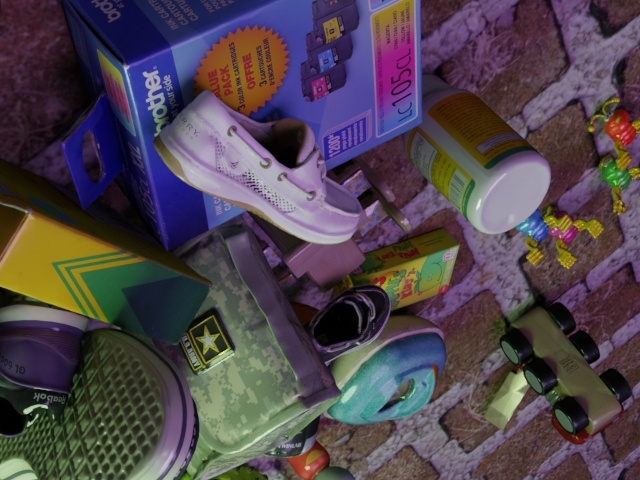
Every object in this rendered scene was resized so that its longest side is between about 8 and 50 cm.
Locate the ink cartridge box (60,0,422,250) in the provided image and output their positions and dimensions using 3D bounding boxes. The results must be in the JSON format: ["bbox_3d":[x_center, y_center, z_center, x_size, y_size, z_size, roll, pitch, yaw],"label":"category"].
[{"bbox_3d":[-0.095,-0.172,1.352,0.396,0.151,0.270,-27,141,-16],"label":"ink cartridge box"}]

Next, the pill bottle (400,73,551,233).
[{"bbox_3d":[0.175,-0.112,1.600,0.118,0.208,0.117,-24,140,-22],"label":"pill bottle"}]

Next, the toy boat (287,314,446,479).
[{"bbox_3d":[0.069,0.248,1.911,0.318,0.148,0.267,-52,156,21],"label":"toy boat"}]

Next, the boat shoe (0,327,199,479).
[{"bbox_3d":[-0.228,0.205,1.392,0.156,0.500,0.186,20,72,-24],"label":"boat shoe"}]

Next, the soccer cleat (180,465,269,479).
[{"bbox_3d":[-0.144,0.374,1.951,0.179,0.060,0.072,16,126,-42],"label":"soccer cleat"}]

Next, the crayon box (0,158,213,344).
[{"bbox_3d":[-0.282,-0.008,1.299,0.318,0.202,0.081,27,95,-51],"label":"crayon box"}]

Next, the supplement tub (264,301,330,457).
[{"bbox_3d":[-0.049,0.186,1.766,0.117,0.117,0.190,-6,116,-38],"label":"supplement tub"}]

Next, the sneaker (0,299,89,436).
[{"bbox_3d":[-0.344,0.142,1.359,0.107,0.124,0.283,15,162,-32],"label":"sneaker"}]

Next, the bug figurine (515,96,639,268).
[{"bbox_3d":[0.393,-0.076,1.953,0.279,0.072,0.216,-47,150,0],"label":"bug figurine"}]

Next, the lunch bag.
[{"bbox_3d":[-0.105,0.124,1.489,0.169,0.235,0.287,-22,166,-26],"label":"lunch bag"}]

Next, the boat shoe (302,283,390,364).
[{"bbox_3d":[0.038,0.105,1.685,0.070,0.077,0.219,-41,175,39],"label":"boat shoe"}]

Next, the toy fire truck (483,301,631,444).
[{"bbox_3d":[0.377,0.255,2.178,0.159,0.217,0.246,-32,157,-14],"label":"toy fire truck"}]

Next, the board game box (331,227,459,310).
[{"bbox_3d":[0.105,0.052,1.847,0.181,0.043,0.092,-18,138,-29],"label":"board game box"}]

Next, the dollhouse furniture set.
[{"bbox_3d":[0.000,0.000,1.598,0.212,0.161,0.242,-40,144,-2],"label":"dollhouse furniture set"}]

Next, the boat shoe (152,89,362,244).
[{"bbox_3d":[-0.036,-0.073,1.296,0.096,0.098,0.277,-50,142,15],"label":"boat shoe"}]
